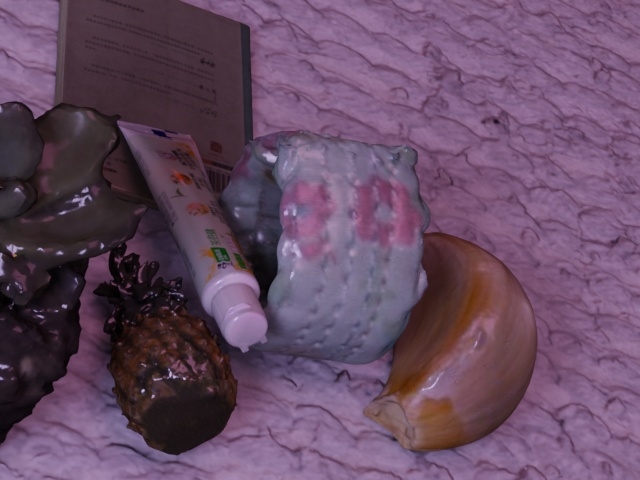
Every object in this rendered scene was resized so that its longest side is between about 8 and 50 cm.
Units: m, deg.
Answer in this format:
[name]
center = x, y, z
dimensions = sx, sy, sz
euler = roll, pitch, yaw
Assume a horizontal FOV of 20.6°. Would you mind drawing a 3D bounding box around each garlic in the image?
[garlic]
center = 0.122, 0.086, 1.669
dimensions = 0.164, 0.145, 0.245
euler = -2, 45, 4

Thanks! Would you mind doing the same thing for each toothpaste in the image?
[toothpaste]
center = -0.111, -0.018, 1.573
dimensions = 0.058, 0.056, 0.314
euler = 62, 0, -41

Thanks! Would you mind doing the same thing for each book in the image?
[book]
center = -0.161, -0.141, 1.738
dimensions = 0.214, 0.025, 0.283
euler = 17, 46, -22

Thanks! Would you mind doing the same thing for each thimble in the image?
[thimble]
center = 0.000, 0.000, 1.588
dimensions = 0.149, 0.211, 0.185
euler = 9, 20, -25

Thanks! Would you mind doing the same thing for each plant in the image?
[plant]
center = -0.274, 0.020, 1.311
dimensions = 0.215, 0.312, 0.213
euler = 21, 48, -22

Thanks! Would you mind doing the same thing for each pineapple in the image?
[pineapple]
center = -0.142, 0.085, 1.506
dimensions = 0.108, 0.108, 0.198
euler = 2, 42, -33
